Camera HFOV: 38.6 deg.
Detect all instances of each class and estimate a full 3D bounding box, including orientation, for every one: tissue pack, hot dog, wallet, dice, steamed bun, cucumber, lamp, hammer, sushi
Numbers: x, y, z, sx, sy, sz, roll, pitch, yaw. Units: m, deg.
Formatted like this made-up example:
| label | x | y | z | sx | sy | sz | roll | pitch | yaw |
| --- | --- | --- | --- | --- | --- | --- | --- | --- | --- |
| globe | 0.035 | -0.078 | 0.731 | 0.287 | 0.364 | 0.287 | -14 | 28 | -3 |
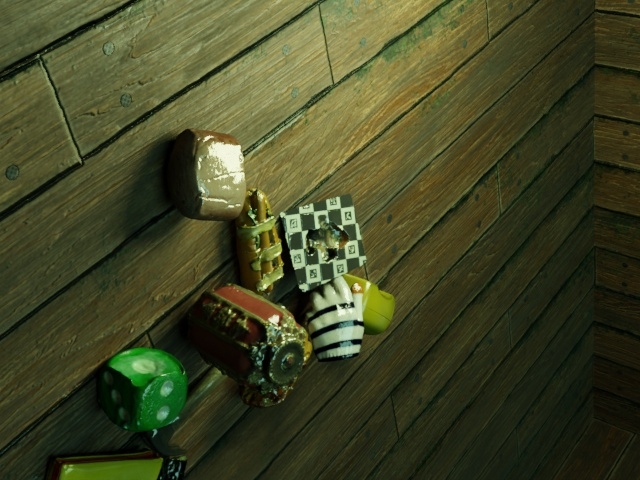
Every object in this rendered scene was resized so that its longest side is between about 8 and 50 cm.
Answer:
| label | x | y | z | sx | sy | sz | roll | pitch | yaw |
| --- | --- | --- | --- | --- | --- | --- | --- | --- | --- |
| tissue pack | 0.102 | 0.168 | 2.287 | 0.178 | 0.123 | 0.127 | 32 | 75 | -55 |
| hot dog | -0.132 | 0.004 | 1.950 | 0.109 | 0.072 | 0.270 | -37 | 134 | -41 |
| wallet | -0.432 | 0.478 | 1.778 | 0.241 | 0.067 | 0.141 | 11 | 101 | -50 |
| dice | -0.339 | 0.284 | 1.749 | 0.131 | 0.128 | 0.120 | -17 | 120 | -51 |
| steamed bun | -0.223 | -0.124 | 1.748 | 0.145 | 0.106 | 0.175 | -2 | 93 | -47 |
| cucumber | -0.344 | 0.588 | 1.886 | 0.072 | 0.072 | 0.300 | 35 | 65 | -53 |
| lamp | -0.151 | 0.193 | 1.833 | 0.177 | 0.274 | 0.177 | -18 | 119 | -37 |
| hammer | -0.218 | 0.287 | 1.984 | 0.440 | 0.044 | 0.168 | -45 | 136 | -32 |
| hot dog | -0.095 | 0.290 | 2.076 | 0.227 | 0.099 | 0.160 | -46 | 164 | -37 |
| sushi | 0.000 | 0.000 | 2.122 | 0.210 | 0.040 | 0.193 | -20 | 101 | -35 |

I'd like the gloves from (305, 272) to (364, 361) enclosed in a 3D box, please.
| label | x | y | z | sx | sy | sz | roll | pitch | yaw |
| --- | --- | --- | --- | --- | --- | --- | --- | --- | --- |
| gloves | 0.030 | 0.167 | 2.142 | 0.131 | 0.140 | 0.219 | -3 | 85 | -76 |
